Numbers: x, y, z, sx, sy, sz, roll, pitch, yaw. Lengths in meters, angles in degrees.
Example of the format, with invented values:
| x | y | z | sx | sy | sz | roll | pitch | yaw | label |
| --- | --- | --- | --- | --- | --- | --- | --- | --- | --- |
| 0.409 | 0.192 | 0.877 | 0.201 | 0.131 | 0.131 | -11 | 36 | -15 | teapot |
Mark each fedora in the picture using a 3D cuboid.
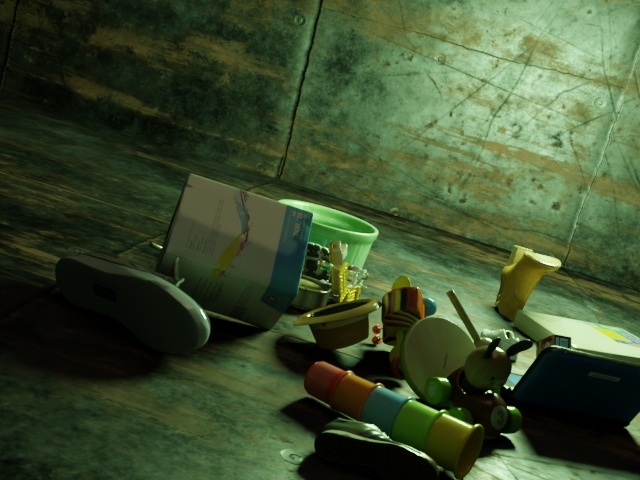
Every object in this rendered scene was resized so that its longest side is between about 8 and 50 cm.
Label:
| x | y | z | sx | sy | sz | roll | pitch | yaw | label |
| --- | --- | --- | --- | --- | --- | --- | --- | --- | --- |
| 0.041 | 0.177 | 1.840 | 0.194 | 0.079 | 0.194 | -15 | 4 | 1 | fedora |

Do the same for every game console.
| x | y | z | sx | sy | sz | roll | pitch | yaw | label |
| --- | --- | --- | --- | --- | --- | --- | --- | --- | --- |
| 0.538 | 0.286 | 1.908 | 0.293 | 0.250 | 0.173 | 13 | 38 | -15 | game console |

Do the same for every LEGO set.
| x | y | z | sx | sy | sz | roll | pitch | yaw | label |
| --- | --- | --- | --- | --- | --- | --- | --- | --- | --- |
| 0.027 | 0.089 | 2.195 | 0.107 | 0.132 | 0.287 | 15 | -12 | 21 | LEGO set |

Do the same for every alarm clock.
| x | y | z | sx | sy | sz | roll | pitch | yaw | label |
| --- | --- | --- | --- | --- | --- | --- | --- | --- | --- |
| -0.057 | 0.123 | 2.081 | 0.129 | 0.064 | 0.192 | 25 | 11 | 35 | alarm clock |

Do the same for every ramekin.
| x | y | z | sx | sy | sz | roll | pitch | yaw | label |
| --- | --- | --- | --- | --- | --- | --- | --- | --- | --- |
| 0.000 | 0.000 | 2.535 | 0.303 | 0.148 | 0.303 | 16 | 12 | -3 | ramekin |

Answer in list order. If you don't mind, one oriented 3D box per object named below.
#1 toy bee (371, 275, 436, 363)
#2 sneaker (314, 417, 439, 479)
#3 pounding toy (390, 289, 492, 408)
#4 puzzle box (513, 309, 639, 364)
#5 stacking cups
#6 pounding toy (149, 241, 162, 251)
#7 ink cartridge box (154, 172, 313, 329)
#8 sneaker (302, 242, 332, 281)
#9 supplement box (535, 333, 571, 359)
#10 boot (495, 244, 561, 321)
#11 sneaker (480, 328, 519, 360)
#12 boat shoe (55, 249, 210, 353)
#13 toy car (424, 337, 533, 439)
| x | y | z | sx | sy | sz | roll | pitch | yaw | label |
| --- | --- | --- | --- | --- | --- | --- | --- | --- | --- |
| 0.176 | 0.196 | 1.917 | 0.162 | 0.298 | 0.195 | -8 | 40 | 20 | toy bee |
| 0.091 | 0.317 | 1.359 | 0.192 | 0.064 | 0.086 | 15 | 16 | 9 | sneaker |
| 0.229 | 0.240 | 1.777 | 0.183 | 0.110 | 0.237 | 50 | 52 | -1 | pounding toy |
| 0.779 | 0.293 | 2.485 | 0.409 | 0.052 | 0.272 | 11 | 12 | -25 | puzzle box |
| 0.109 | 0.286 | 1.475 | 0.316 | 0.096 | 0.096 | 21 | 12 | 29 | stacking cups |
| -0.300 | 0.061 | 1.940 | 0.141 | 0.100 | 0.130 | 17 | 11 | 5 | pounding toy |
| -0.183 | 0.026 | 1.809 | 0.270 | 0.197 | 0.198 | 18 | -31 | -11 | ink cartridge box |
| -0.071 | 0.042 | 2.360 | 0.275 | 0.107 | 0.110 | 17 | 5 | 1 | sneaker |
| 0.503 | 0.238 | 1.912 | 0.043 | 0.055 | 0.083 | 11 | -21 | -11 | supplement box |
| 0.594 | 0.136 | 2.563 | 0.104 | 0.211 | 0.295 | 13 | 5 | -9 | boot |
| 0.455 | 0.248 | 2.224 | 0.054 | 0.061 | 0.152 | 9 | 12 | -24 | sneaker |
| -0.315 | 0.098 | 1.646 | 0.367 | 0.135 | 0.156 | 16 | 24 | 33 | boat shoe |
| 0.310 | 0.252 | 1.612 | 0.155 | 0.188 | 0.149 | 6 | 34 | -35 | toy car |
